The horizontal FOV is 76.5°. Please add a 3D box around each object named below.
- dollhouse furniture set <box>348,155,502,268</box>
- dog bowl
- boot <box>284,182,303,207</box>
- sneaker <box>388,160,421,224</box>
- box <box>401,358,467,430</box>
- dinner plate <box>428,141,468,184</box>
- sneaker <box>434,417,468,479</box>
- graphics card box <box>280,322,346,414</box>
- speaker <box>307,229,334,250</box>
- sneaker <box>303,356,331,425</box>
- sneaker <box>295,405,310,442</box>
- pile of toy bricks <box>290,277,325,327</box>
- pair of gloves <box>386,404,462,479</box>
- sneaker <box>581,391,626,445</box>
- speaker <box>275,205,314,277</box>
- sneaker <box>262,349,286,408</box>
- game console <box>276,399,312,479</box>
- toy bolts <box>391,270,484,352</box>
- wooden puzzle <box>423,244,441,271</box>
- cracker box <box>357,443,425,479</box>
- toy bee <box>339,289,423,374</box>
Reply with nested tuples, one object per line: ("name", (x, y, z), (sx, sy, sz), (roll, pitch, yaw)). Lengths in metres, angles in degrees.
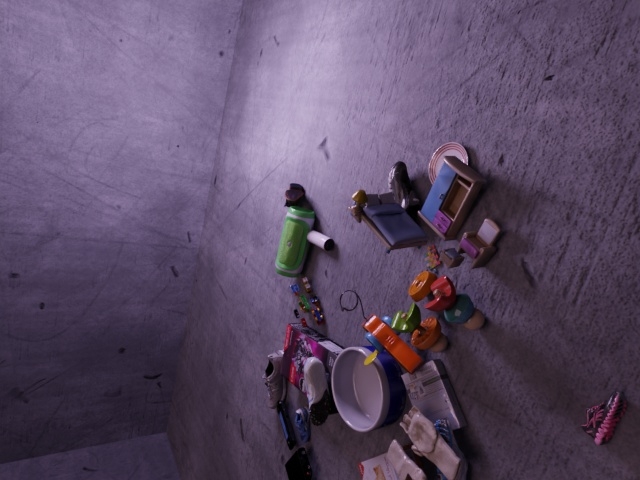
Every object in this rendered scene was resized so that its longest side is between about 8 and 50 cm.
("dollhouse furniture set", (0.270, -0.076, 1.054), (0.286, 0.303, 0.198), (56, 142, 42))
("dog bowl", (0.155, 0.488, 1.355), (0.265, 0.104, 0.265), (-9, 79, 55))
("boot", (-0.121, -0.176, 1.817), (0.219, 0.082, 0.106), (-81, 1, -66))
("sneaker", (0.274, -0.137, 1.287), (0.106, 0.078, 0.234), (1, 91, 53))
("box", (0.323, 0.458, 1.174), (0.145, 0.038, 0.186), (-48, 49, 42))
("dinner plate", (0.377, -0.217, 1.194), (0.141, 0.017, 0.141), (-10, 78, 54))
("sneaker", (0.350, 0.571, 1.080), (0.071, 0.083, 0.191), (-22, 71, 61))
("graphics card box", (-0.024, 0.496, 1.623), (0.371, 0.094, 0.233), (16, 98, 53))
("speaker", (0.000, 0.000, 1.680), (0.136, 0.055, 0.055), (27, 108, 54))
("sneaker", (-0.014, 0.541, 1.468), (0.086, 0.085, 0.237), (144, 121, -76))
("sneaker", (-0.079, 0.771, 1.699), (0.053, 0.059, 0.144), (-10, 80, 53))
("pile of toy bricks", (-0.063, 0.275, 1.716), (0.105, 0.118, 0.212), (92, 155, -64))
("pair of gloves", (0.266, 0.594, 1.102), (0.204, 0.042, 0.240), (50, 129, 50))
("sneaker", (0.572, 0.353, 0.827), (0.057, 0.047, 0.119), (-137, 60, -62))
("speaker", (-0.113, 0.007, 1.781), (0.131, 0.131, 0.297), (32, 112, 52))
("sneaker", (-0.222, 0.639, 1.872), (0.105, 0.115, 0.281), (14, 97, 55))
("game console", (-0.130, 0.875, 1.740), (0.361, 0.044, 0.213), (65, 146, 36))
("toy bolts", (0.345, 0.192, 1.136), (0.218, 0.158, 0.228), (-57, 6, -34))
("wooden puzzle", (0.338, 0.057, 1.227), (0.049, 0.006, 0.083), (-42, 53, 45))
("cracker box", (0.225, 0.743, 1.256), (0.232, 0.067, 0.156), (-50, 47, 41))
("toy bee", (0.199, 0.285, 1.279), (0.162, 0.195, 0.298), (67, 179, -69))
